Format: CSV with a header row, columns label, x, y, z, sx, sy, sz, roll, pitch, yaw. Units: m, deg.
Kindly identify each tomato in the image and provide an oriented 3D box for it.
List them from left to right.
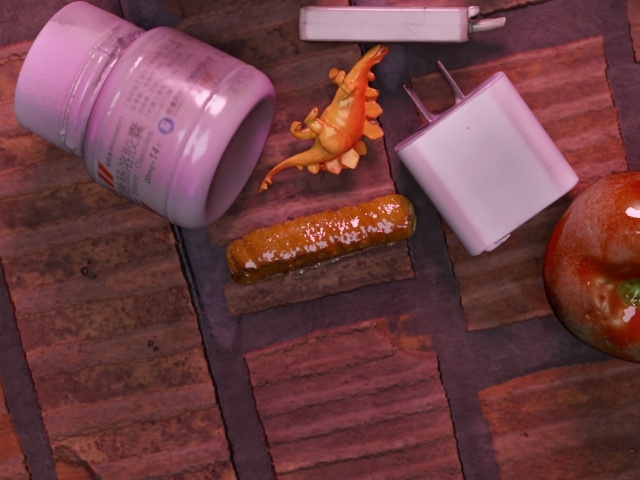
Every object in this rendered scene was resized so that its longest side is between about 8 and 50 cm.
label,x,y,z,sx,sy,sz,roll,pitch,yaw
tomato,0.443,0.029,1.672,0.270,0.222,0.270,10,120,18

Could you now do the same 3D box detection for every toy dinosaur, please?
label,x,y,z,sx,sy,sz,roll,pitch,yaw
toy dinosaur,0.025,-0.156,1.749,0.117,0.070,0.288,28,113,-18

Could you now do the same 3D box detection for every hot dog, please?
label,x,y,z,sx,sy,sz,roll,pitch,yaw
hot dog,0.000,-0.001,1.779,0.289,0.068,0.083,-17,91,8

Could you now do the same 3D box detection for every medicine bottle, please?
label,x,y,z,sx,sy,sz,roll,pitch,yaw
medicine bottle,-0.240,-0.178,1.679,0.302,0.241,0.241,27,101,9

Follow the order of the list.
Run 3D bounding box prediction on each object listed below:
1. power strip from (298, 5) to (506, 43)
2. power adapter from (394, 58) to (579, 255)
label,x,y,z,sx,sy,sz,roll,pitch,yaw
power strip,0.115,-0.300,1.706,0.288,0.093,0.053,2,96,5
power adapter,0.213,-0.133,1.713,0.187,0.124,0.255,-36,94,8
